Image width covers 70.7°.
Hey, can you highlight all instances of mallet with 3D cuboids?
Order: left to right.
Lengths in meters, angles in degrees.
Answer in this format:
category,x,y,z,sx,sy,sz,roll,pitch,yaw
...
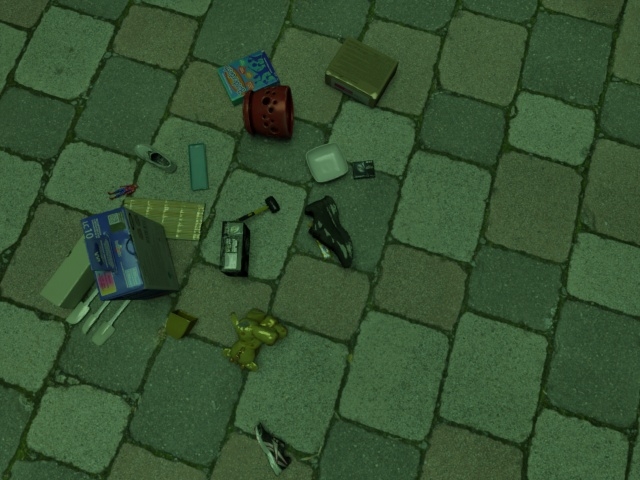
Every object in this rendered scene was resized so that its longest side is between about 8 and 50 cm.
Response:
category,x,y,z,sx,sy,sz,roll,pitch,yaw
mallet,-0.236,-0.097,1.683,0.190,0.039,0.062,-36,81,-24

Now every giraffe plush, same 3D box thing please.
category,x,y,z,sx,sy,sz,roll,pitch,yaw
giraffe plush,-0.240,0.352,1.555,0.181,0.210,0.170,31,105,37

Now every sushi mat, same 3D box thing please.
category,x,y,z,sx,sy,sz,roll,pitch,yaw
sushi mat,-0.603,-0.084,1.715,0.316,0.019,0.151,4,79,1

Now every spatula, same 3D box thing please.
category,x,y,z,sx,sy,sz,roll,pitch,yaw
spatula,-0.786,0.241,1.650,0.168,0.019,0.242,34,78,10

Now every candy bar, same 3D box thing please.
category,x,y,z,sx,sy,sz,roll,pitch,yaw
candy bar,0.000,0.000,1.694,0.040,0.018,0.161,-22,79,-6

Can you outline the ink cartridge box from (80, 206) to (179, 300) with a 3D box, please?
category,x,y,z,sx,sy,sz,roll,pitch,yaw
ink cartridge box,-0.624,0.054,1.485,0.151,0.395,0.270,-17,83,-3

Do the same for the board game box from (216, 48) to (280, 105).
category,x,y,z,sx,sy,sz,roll,pitch,yaw
board game box,-0.290,-0.657,1.821,0.210,0.047,0.160,-26,79,-4

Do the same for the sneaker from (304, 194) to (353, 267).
category,x,y,z,sx,sy,sz,roll,pitch,yaw
sneaker,0.029,-0.021,1.652,0.130,0.109,0.286,-20,69,-12

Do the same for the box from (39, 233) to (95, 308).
category,x,y,z,sx,sy,sz,roll,pitch,yaw
box,-0.866,0.106,1.630,0.094,0.113,0.275,31,79,7

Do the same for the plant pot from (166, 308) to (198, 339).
category,x,y,z,sx,sy,sz,roll,pitch,yaw
plant pot,-0.500,0.303,1.603,0.081,0.081,0.083,24,90,5

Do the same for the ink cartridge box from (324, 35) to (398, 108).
category,x,y,z,sx,sy,sz,roll,pitch,yaw
ink cartridge box,0.162,-0.670,1.801,0.235,0.088,0.193,30,81,6

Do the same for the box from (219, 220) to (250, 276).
category,x,y,z,sx,sy,sz,roll,pitch,yaw
box,-0.305,0.033,1.623,0.077,0.147,0.180,1,77,1

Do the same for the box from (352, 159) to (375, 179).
category,x,y,z,sx,sy,sz,roll,pitch,yaw
box,0.167,-0.274,1.752,0.083,0.018,0.067,-5,78,-1

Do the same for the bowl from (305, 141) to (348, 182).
category,x,y,z,sx,sy,sz,roll,pitch,yaw
bowl,0.024,-0.293,1.739,0.142,0.053,0.142,-20,78,-5

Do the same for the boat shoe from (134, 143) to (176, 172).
category,x,y,z,sx,sy,sz,roll,pitch,yaw
boat shoe,-0.645,-0.324,1.743,0.184,0.063,0.066,37,81,7

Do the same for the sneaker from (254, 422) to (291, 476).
category,x,y,z,sx,sy,sz,roll,pitch,yaw
sneaker,-0.161,0.695,1.531,0.077,0.072,0.178,-28,87,-18

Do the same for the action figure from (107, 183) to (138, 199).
category,x,y,z,sx,sy,sz,roll,pitch,yaw
action figure,-0.757,-0.191,1.735,0.115,0.030,0.038,-21,74,-6

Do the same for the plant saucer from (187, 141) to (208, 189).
category,x,y,z,sx,sy,sz,roll,pitch,yaw
plant saucer,-0.477,-0.288,1.759,0.067,0.018,0.192,-7,77,-1

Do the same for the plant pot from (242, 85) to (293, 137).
category,x,y,z,sx,sy,sz,roll,pitch,yaw
plant pot,-0.198,-0.489,1.714,0.174,0.191,0.191,2,78,4
